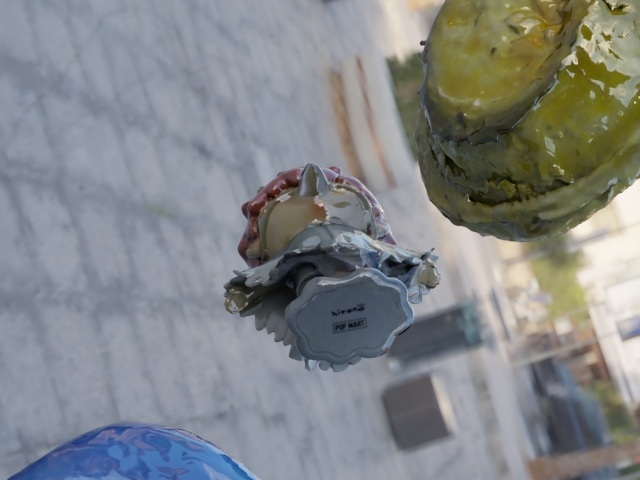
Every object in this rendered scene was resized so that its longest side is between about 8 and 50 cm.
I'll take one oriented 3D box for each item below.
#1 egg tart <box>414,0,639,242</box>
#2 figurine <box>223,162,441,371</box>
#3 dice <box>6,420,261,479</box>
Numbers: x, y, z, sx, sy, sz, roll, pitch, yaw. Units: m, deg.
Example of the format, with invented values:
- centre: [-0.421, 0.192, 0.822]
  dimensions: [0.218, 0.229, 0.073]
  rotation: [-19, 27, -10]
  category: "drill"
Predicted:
- centre: [0.114, -0.094, 0.776]
  dimensions: [0.074, 0.191, 0.191]
  rotation: [31, 33, -38]
  category: "egg tart"
- centre: [0.000, 0.000, 1.440]
  dimensions: [0.387, 0.207, 0.166]
  rotation: [-110, -171, -67]
  category: "figurine"
- centre: [-0.082, 0.173, 0.623]
  dimensions: [0.146, 0.143, 0.146]
  rotation: [39, -39, 19]
  category: "dice"
